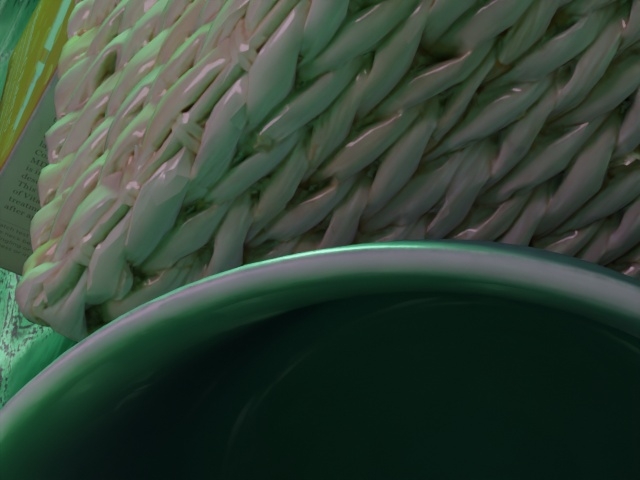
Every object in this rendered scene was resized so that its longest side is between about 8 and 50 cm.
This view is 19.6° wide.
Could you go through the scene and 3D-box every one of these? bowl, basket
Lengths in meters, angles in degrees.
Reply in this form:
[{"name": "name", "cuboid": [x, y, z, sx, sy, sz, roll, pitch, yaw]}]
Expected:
[{"name": "bowl", "cuboid": [0.042, 0.123, 0.578, 0.311, 0.311, 0.163, -53, 4, 21]}, {"name": "basket", "cuboid": [0.083, -0.098, 0.740, 0.331, 0.266, 0.328, -48, 25, 28]}]

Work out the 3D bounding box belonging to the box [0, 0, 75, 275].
[{"name": "box", "cuboid": [-0.092, -0.140, 1.250, 0.345, 0.168, 0.215, -53, 22, 39]}]
